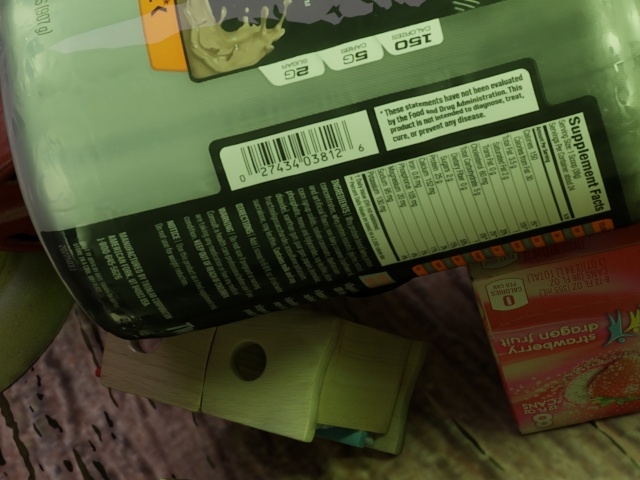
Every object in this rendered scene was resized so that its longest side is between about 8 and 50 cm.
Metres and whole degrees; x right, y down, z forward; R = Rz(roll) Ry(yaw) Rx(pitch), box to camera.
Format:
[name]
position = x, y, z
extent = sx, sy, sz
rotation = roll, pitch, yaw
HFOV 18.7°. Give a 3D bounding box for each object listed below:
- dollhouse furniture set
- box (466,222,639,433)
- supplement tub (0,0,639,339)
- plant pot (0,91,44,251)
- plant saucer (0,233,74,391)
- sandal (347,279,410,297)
[dollhouse furniture set]
position = -0.045, 0.122, 1.042
extent = 0.129, 0.129, 0.184
rotation = 13, 87, 26
[box]
position = 0.228, -0.020, 1.030
extent = 0.300, 0.154, 0.142
rotation = -13, 50, 8
[supplement tub]
position = 0.036, -0.086, 0.909
extent = 0.338, 0.207, 0.207
rotation = -14, 50, 9
[plant pot]
position = -0.158, -0.153, 1.160
extent = 0.272, 0.272, 0.265
rotation = -23, 73, -1
[plant saucer]
position = -0.268, 0.018, 1.224
extent = 0.241, 0.037, 0.241
rotation = -9, 51, 11
[sandal]
position = 0.000, 0.000, 1.146
extent = 0.067, 0.040, 0.179
rotation = -23, 33, -16
